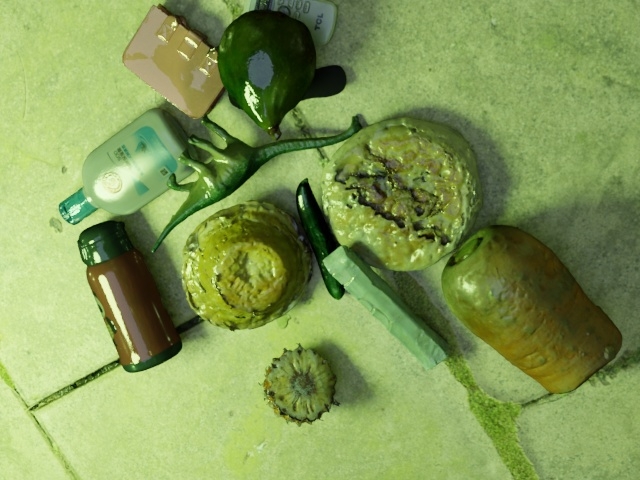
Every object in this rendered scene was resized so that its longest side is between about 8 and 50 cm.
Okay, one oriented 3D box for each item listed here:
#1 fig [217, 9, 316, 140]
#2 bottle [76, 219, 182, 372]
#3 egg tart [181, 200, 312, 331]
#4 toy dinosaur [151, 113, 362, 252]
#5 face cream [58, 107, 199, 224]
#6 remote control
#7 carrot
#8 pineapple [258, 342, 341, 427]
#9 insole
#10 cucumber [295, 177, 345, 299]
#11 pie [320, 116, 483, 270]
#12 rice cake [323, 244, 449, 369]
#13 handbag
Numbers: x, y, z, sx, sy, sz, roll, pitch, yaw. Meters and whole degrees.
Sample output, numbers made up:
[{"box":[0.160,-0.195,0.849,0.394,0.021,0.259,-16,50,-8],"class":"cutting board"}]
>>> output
[{"box":[-0.101,-0.317,1.505,0.195,0.195,0.245,-6,68,14],"class":"fig"},{"box":[-0.434,0.118,1.757,0.143,0.144,0.336,-18,98,17],"class":"bottle"},{"box":[-0.150,0.062,1.645,0.294,0.116,0.295,-2,103,-11],"class":"egg tart"},{"box":[-0.145,-0.122,1.617,0.300,0.087,0.447,28,98,-10],"class":"toy dinosaur"},{"box":[-0.432,-0.142,1.708,0.336,0.080,0.163,-30,102,18],"class":"face cream"},{"box":[-0.061,-0.452,1.563,0.189,0.029,0.088,18,109,7],"class":"remote control"},{"box":[0.402,0.131,1.527,0.340,0.224,0.224,45,110,-6],"class":"carrot"},{"box":[-0.056,0.332,1.751,0.161,0.137,0.176,-40,89,-23],"class":"pineapple"},{"box":[-0.069,-0.310,1.604,0.253,0.005,0.086,-6,82,13],"class":"insole"},{"box":[0.000,0.000,1.657,0.056,0.056,0.284,-12,112,16],"class":"cucumber"},{"box":[0.163,-0.090,1.592,0.338,0.077,0.339,4,106,13],"class":"pie"},{"box":[0.140,0.139,1.651,0.336,0.063,0.066,44,111,-10],"class":"rice cake"},{"box":[-0.288,-0.369,1.623,0.212,0.059,0.157,37,111,-1],"class":"handbag"}]
